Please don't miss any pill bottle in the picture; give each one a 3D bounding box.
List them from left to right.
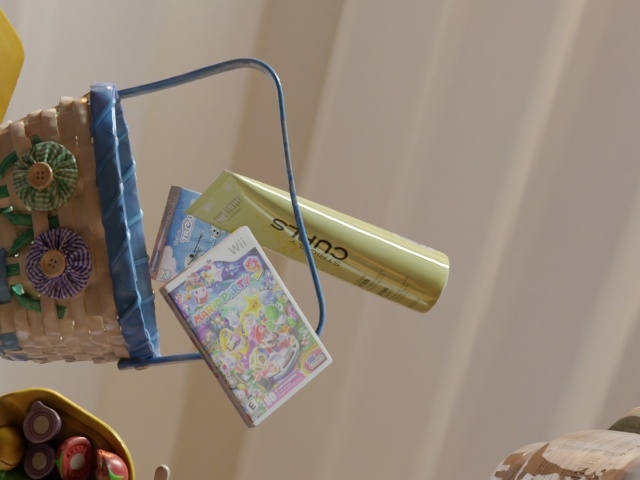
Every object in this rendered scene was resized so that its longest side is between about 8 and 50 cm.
[{"bbox_3d":[0.198,0.195,1.333,0.229,0.131,0.131,173,-69,-72],"label":"pill bottle"}]

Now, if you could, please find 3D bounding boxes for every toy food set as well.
[{"bbox_3d":[-0.267,0.243,2.030,0.128,0.218,0.071,-65,169,23],"label":"toy food set"}]

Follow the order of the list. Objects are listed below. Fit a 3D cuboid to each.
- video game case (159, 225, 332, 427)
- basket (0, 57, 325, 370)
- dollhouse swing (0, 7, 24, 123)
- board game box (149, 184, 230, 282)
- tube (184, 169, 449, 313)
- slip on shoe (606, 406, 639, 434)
[{"bbox_3d":[-0.053,0.062,1.428,0.087,0.122,0.011,-38,-169,-32],"label":"video game case"},{"bbox_3d":[-0.154,-0.007,1.659,0.201,0.289,0.254,110,-32,-78],"label":"basket"},{"bbox_3d":[-0.435,-0.267,1.978,0.315,0.347,0.305,58,47,-27],"label":"dollhouse swing"},{"bbox_3d":[-0.113,0.002,1.851,0.020,0.090,0.090,15,-91,51],"label":"board game box"},{"bbox_3d":[0.000,0.000,1.787,0.070,0.240,0.062,-62,-160,16],"label":"tube"},{"bbox_3d":[0.260,0.256,1.778,0.123,0.101,0.331,56,-42,25],"label":"slip on shoe"}]
